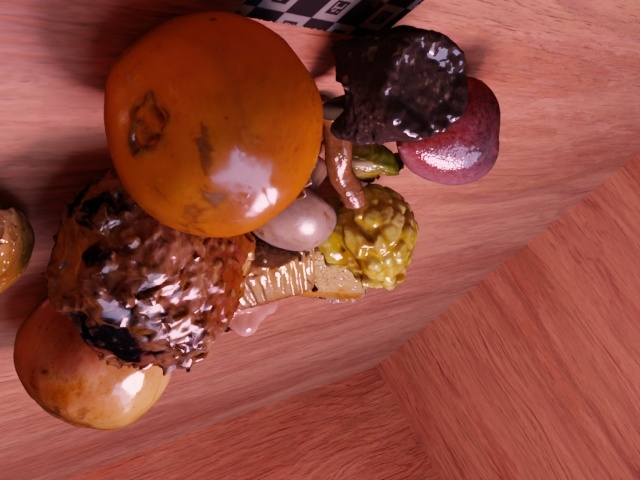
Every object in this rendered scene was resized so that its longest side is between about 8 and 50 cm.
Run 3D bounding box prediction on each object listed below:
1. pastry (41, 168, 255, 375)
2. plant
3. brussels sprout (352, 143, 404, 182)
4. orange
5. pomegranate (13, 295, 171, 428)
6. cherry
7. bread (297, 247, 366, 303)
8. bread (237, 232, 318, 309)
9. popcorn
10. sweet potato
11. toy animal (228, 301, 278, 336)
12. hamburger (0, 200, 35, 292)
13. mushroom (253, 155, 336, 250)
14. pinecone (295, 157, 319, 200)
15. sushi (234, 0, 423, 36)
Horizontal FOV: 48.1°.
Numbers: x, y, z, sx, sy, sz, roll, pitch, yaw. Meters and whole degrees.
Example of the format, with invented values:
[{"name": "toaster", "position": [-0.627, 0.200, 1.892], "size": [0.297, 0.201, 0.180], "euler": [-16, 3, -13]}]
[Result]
[{"name": "pastry", "position": [-0.296, 0.065, 1.261], "size": [0.292, 0.338, 0.405], "euler": [4, 176, 25]}, {"name": "plant", "position": [0.113, -0.264, 1.211], "size": [0.198, 0.189, 0.276], "euler": [-21, -163, -19]}, {"name": "brussels sprout", "position": [0.097, -0.176, 1.554], "size": [0.181, 0.139, 0.101], "euler": [20, 87, -39]}, {"name": "orange", "position": [-0.145, -0.158, 0.995], "size": [0.312, 0.312, 0.312], "euler": [-27, 159, -11]}, {"name": "pomegranate", "position": [-0.452, 0.221, 1.482], "size": [0.338, 0.338, 0.338], "euler": [-27, 159, -11]}, {"name": "cherry", "position": [0.266, -0.234, 1.543], "size": [0.239, 0.206, 0.239], "euler": [-2, 123, -3]}, {"name": "bread", "position": [0.000, 0.000, 1.914], "size": [0.315, 0.279, 0.248], "euler": [15, 152, 1]}, {"name": "bread", "position": [-0.138, 0.061, 1.624], "size": [0.274, 0.149, 0.274], "euler": [-9, -167, 2]}, {"name": "popcorn", "position": [0.109, -0.013, 1.646], "size": [0.257, 0.224, 0.270], "euler": [32, 161, -32]}, {"name": "sweet potato", "position": [0.034, -0.186, 1.423], "size": [0.067, 0.059, 0.281], "euler": [-15, 127, 0]}, {"name": "toy animal", "position": [-0.199, 0.152, 1.846], "size": [0.171, 0.171, 0.198], "euler": [-23, 149, -21]}, {"name": "hamburger", "position": [-0.518, 0.021, 1.143], "size": [0.155, 0.135, 0.208], "euler": [-28, 162, -3]}, {"name": "mushroom", "position": [-0.053, -0.090, 1.498], "size": [0.215, 0.207, 0.207], "euler": [-61, 166, -16]}, {"name": "pinecone", "position": [-0.123, -0.146, 1.253], "size": [0.212, 0.169, 0.186], "euler": [18, 127, -32]}, {"name": "sushi", "position": [0.092, -0.428, 1.023], "size": [0.343, 0.064, 0.359], "euler": [-32, 168, 37]}]
